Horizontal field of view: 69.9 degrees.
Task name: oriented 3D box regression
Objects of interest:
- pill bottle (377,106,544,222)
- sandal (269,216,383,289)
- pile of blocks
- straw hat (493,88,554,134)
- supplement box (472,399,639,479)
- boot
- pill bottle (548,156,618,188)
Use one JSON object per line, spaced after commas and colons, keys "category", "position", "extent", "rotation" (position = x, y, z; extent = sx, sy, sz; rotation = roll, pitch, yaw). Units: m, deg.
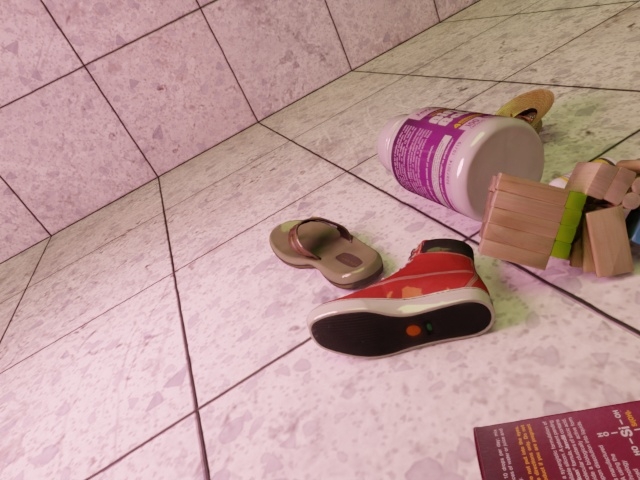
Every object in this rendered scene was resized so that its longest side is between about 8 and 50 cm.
{"category": "pill bottle", "position": [0.227, -0.151, 0.825], "extent": [0.169, 0.169, 0.301], "rotation": [-32, 29, -10]}
{"category": "sandal", "position": [0.002, -0.001, 0.850], "extent": [0.120, 0.086, 0.302], "rotation": [-39, 31, -21]}
{"category": "pile of blocks", "position": [0.382, -0.044, 0.591], "extent": [0.362, 0.149, 0.112], "rotation": [-10, 7, 13]}
{"category": "straw hat", "position": [0.407, -0.229, 0.917], "extent": [0.144, 0.061, 0.144], "rotation": [-35, 27, 21]}
{"category": "supplement box", "position": [0.224, 0.186, 0.338], "extent": [0.188, 0.104, 0.081], "rotation": [-17, 29, 17]}
{"category": "boot", "position": [0.105, 0.070, 0.655], "extent": [0.244, 0.088, 0.176], "rotation": [-11, 31, 12]}
{"category": "pill bottle", "position": [0.379, -0.071, 0.674], "extent": [0.116, 0.065, 0.065], "rotation": [-25, 28, 4]}
